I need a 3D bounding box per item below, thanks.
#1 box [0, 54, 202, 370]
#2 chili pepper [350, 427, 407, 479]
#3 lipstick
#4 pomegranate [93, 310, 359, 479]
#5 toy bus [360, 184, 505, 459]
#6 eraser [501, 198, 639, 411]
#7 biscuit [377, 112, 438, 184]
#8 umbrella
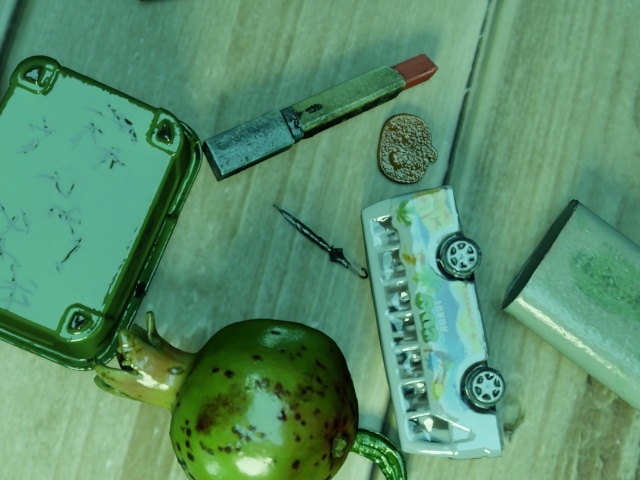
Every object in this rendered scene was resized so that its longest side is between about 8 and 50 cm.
[{"bbox_3d":[-0.298,-0.040,1.431,0.252,0.178,0.329,23,78,-3],"label":"box"},{"bbox_3d":[0.069,0.264,1.513,0.055,0.035,0.118,-41,98,3],"label":"chili pepper"},{"bbox_3d":[0.003,-0.162,1.561,0.312,0.051,0.051,-26,85,-14],"label":"lipstick"},{"bbox_3d":[-0.088,0.167,1.417,0.231,0.231,0.286,-43,77,-12],"label":"pomegranate"},{"bbox_3d":[0.137,0.105,1.512,0.135,0.109,0.330,-10,83,0],"label":"toy bus"},{"bbox_3d":[0.361,0.081,1.559,0.227,0.081,0.174,36,77,-1],"label":"eraser"},{"bbox_3d":[0.111,-0.115,1.585,0.078,0.015,0.091,14,80,-8],"label":"biscuit"},{"bbox_3d":[-0.001,0.002,1.549,0.148,0.022,0.022,35,36,-2],"label":"umbrella"}]
